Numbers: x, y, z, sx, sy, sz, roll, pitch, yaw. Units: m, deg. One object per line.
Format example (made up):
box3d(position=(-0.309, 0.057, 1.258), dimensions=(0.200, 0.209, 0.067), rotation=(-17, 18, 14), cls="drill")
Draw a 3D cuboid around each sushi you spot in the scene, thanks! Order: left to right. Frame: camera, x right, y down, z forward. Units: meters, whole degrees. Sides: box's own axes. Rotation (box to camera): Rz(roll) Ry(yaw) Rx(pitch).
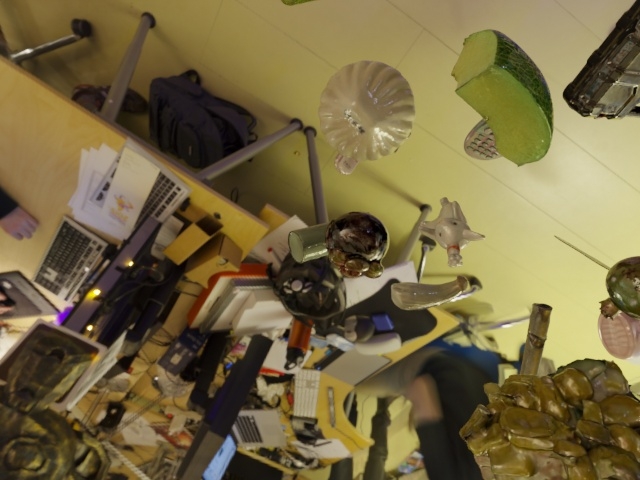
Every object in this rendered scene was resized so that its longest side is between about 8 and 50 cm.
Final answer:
box3d(position=(0.439, 0.346, 0.717), dimensions=(0.285, 0.328, 0.328), rotation=(53, 148, 3), cls="sushi")

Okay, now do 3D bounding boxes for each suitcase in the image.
box3d(position=(0.538, -0.271, 0.609), dimensions=(0.285, 0.066, 0.206), rotation=(-2, 143, -19), cls="suitcase")

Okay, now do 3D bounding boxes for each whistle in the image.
box3d(position=(0.700, 0.367, 1.344), dimensions=(0.057, 0.068, 0.327), rotation=(9, 98, 18), cls="whistle")

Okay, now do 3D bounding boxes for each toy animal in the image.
box3d(position=(0.386, -0.033, 1.221), dimensions=(0.138, 0.282, 0.140), rotation=(45, 108, -2), cls="toy animal")

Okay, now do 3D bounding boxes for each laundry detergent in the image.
box3d(position=(0.910, 0.224, 1.159), dimensions=(0.088, 0.335, 0.159), rotation=(-14, 86, 58), cls="laundry detergent")

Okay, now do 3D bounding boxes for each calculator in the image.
box3d(position=(0.118, -0.321, 1.491), dimensions=(0.175, 0.032, 0.100), rotation=(-54, 140, 3), cls="calculator")
box3d(position=(0.610, -0.362, 1.360), dimensions=(0.185, 0.041, 0.299), rotation=(19, 151, -16), cls="calculator")

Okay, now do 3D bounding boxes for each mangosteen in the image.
box3d(position=(0.109, 0.009, 1.238), dimensions=(0.209, 0.210, 0.210), rotation=(6, 131, 7), cls="mangosteen")

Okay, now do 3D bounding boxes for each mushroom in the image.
box3d(position=(0.390, 0.188, 1.463), dimensions=(0.270, 0.103, 0.118), rotation=(-10, 137, 0), cls="mushroom")

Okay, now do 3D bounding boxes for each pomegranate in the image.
box3d(position=(0.578, 0.087, 0.744), dimensions=(0.130, 0.130, 0.130), rotation=(6, 131, 7), cls="pomegranate")

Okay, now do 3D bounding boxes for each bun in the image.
box3d(position=(0.112, -0.321, 1.035), dimensions=(0.263, 0.175, 0.263), rotation=(4, 110, 11), cls="bun")

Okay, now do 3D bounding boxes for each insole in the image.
box3d(position=(0.738, 0.039, 1.140), dimensions=(0.188, 0.064, 0.004), rotation=(41, 116, 30), cls="insole")

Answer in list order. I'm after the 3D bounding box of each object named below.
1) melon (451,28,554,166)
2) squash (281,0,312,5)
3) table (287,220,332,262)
box3d(position=(0.512, -0.378, 1.119), dimensions=(0.343, 0.331, 0.226), rotation=(31, 113, -18), cls="melon")
box3d(position=(0.031, -0.413, 0.621), dimensions=(0.090, 0.200, 0.075), rotation=(29, 137, 47), cls="squash")
box3d(position=(0.000, 0.000, 1.557), dimensions=(0.220, 0.126, 0.126), rotation=(-15, 139, -29), cls="table")
